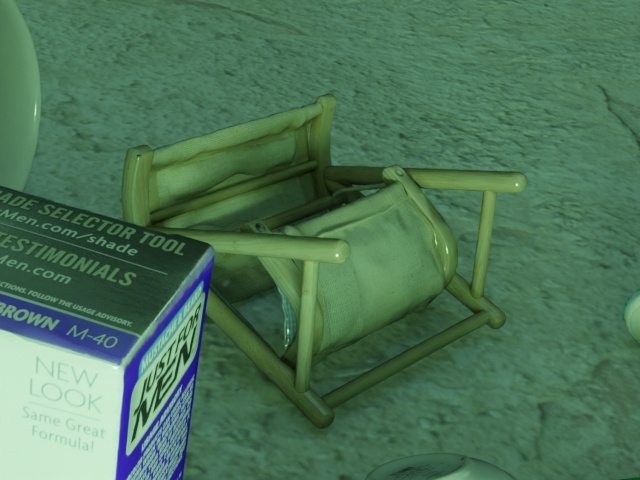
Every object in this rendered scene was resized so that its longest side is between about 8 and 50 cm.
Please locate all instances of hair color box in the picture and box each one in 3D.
[{"bbox_3d":[-0.168,0.141,0.560,0.185,0.338,0.110,15,29,9],"label":"hair color box"}]

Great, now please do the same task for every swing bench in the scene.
[{"bbox_3d":[0.000,0.000,1.054,0.255,0.165,0.253,26,33,36],"label":"swing bench"}]

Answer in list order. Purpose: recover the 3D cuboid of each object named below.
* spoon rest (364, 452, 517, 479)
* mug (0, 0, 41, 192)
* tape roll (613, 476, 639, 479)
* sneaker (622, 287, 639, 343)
[{"bbox_3d":[0.023,0.204,0.770,0.276,0.084,0.137,-12,4,-38],"label":"spoon rest"},{"bbox_3d":[-0.436,-0.118,1.058,0.328,0.276,0.374,14,-2,21],"label":"mug"},{"bbox_3d":[0.264,0.266,0.717,0.321,0.077,0.321,7,23,-3],"label":"tape roll"},{"bbox_3d":[0.375,0.102,1.061,0.229,0.087,0.092,22,33,24],"label":"sneaker"}]
